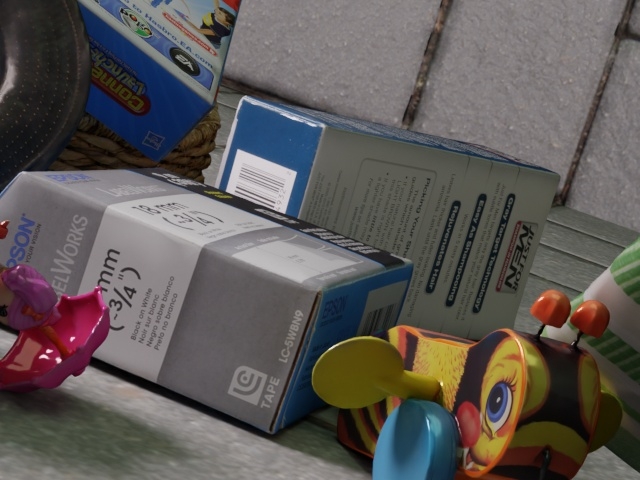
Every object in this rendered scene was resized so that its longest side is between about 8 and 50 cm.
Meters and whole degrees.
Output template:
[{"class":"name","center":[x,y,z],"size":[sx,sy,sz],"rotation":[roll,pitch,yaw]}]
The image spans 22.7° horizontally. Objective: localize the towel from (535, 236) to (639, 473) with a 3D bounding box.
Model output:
[{"class":"towel","center":[0.253,0.096,0.901],"size":[0.248,0.038,0.325],"rotation":[38,-21,5]}]

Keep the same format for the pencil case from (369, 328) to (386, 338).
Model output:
[{"class":"pencil case","center":[0.094,0.113,1.098],"size":[0.151,0.064,0.070],"rotation":[20,12,14]}]

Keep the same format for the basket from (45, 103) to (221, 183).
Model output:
[{"class":"basket","center":[-0.228,-0.147,1.525],"size":[0.213,0.223,0.299],"rotation":[25,11,36]}]

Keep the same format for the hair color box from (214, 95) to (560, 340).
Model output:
[{"class":"hair color box","center":[0.057,-0.011,1.412],"size":[0.105,0.174,0.347],"rotation":[24,11,40]}]

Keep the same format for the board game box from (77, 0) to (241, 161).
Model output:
[{"class":"board game box","center":[-0.223,-0.260,1.488],"size":[0.308,0.086,0.302],"rotation":[38,28,-18]}]

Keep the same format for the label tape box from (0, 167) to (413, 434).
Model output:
[{"class":"label tape box","center":[-0.127,0.013,1.140],"size":[0.333,0.106,0.240],"rotation":[21,9,15]}]

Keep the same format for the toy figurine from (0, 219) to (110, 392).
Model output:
[{"class":"toy figurine","center":[-0.195,0.019,0.919],"size":[0.159,0.130,0.173],"rotation":[30,-25,6]}]

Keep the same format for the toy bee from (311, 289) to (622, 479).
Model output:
[{"class":"toy bee","center":[0.113,0.100,0.922],"size":[0.195,0.162,0.298],"rotation":[11,11,-44]}]

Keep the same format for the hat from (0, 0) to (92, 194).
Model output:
[{"class":"hat","center":[-0.351,-0.151,1.285],"size":[0.331,0.331,0.134],"rotation":[16,-19,-12]}]
